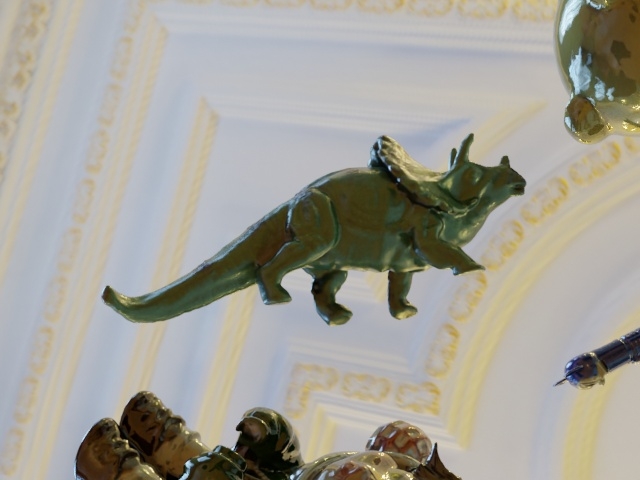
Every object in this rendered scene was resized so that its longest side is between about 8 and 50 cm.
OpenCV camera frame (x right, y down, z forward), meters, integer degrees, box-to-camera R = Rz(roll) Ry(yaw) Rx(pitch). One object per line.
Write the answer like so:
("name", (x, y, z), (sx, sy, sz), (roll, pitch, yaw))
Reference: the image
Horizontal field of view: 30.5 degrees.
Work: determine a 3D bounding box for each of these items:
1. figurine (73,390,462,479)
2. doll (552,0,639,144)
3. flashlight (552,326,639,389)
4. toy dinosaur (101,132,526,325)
("figurine", (-0.014, 0.225, 0.887), (0.370, 0.281, 0.167), (21, -61, 23))
("doll", (0.310, -0.188, 1.003), (0.260, 0.177, 0.161), (-20, -138, -30))
("flashlight", (0.280, 0.113, 1.118), (0.121, 0.057, 0.035), (-22, -109, -15))
("toy dinosaur", (0.010, 0.015, 0.787), (0.292, 0.079, 0.120), (-31, -99, -14))
